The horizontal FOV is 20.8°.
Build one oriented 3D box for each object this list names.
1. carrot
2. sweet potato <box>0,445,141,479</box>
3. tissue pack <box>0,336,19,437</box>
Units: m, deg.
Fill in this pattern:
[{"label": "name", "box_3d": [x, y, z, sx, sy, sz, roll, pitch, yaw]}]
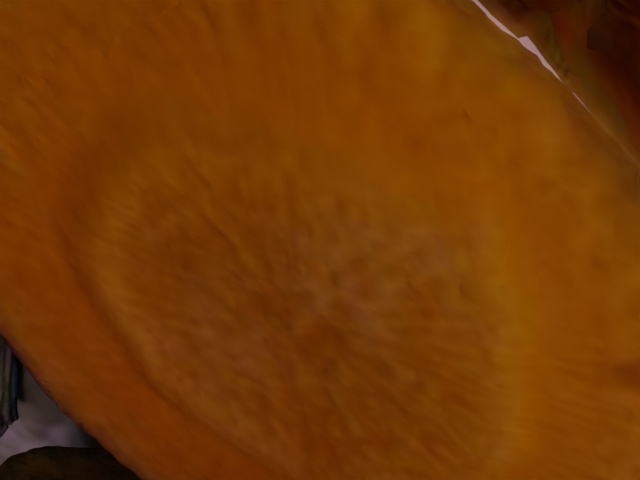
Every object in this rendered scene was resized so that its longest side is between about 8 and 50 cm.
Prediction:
[{"label": "carrot", "box_3d": [0.000, 0.000, 0.478, 0.258, 0.100, 0.307, 20, 139, 17]}, {"label": "sweet potato", "box_3d": [-0.079, 0.154, 0.672, 0.097, 0.097, 0.251, 22, 145, 10]}, {"label": "tissue pack", "box_3d": [-0.186, 0.018, 0.619, 0.155, 0.065, 0.115, 22, 137, 10]}]
